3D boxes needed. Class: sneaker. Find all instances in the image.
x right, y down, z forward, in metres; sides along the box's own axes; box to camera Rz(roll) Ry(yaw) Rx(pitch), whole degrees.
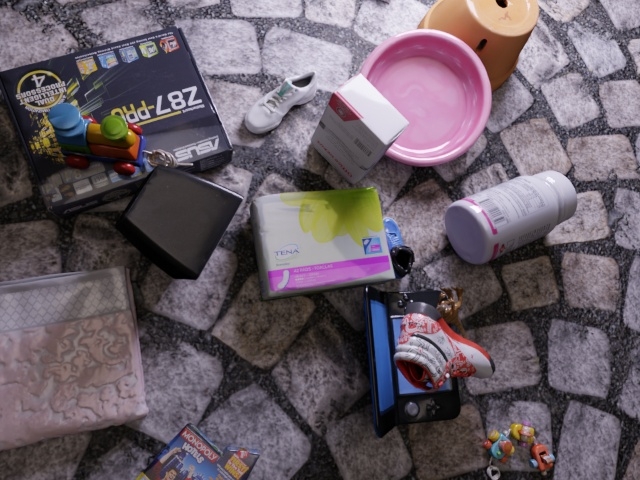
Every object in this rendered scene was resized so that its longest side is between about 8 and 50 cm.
[{"bbox_3d":[0.253,0.257,0.973,0.270,0.090,0.145,41,54,-24],"label":"sneaker"},{"bbox_3d":[0.179,0.012,1.104,0.058,0.084,0.152,-3,77,-13],"label":"sneaker"},{"bbox_3d":[-0.094,-0.340,1.127,0.212,0.094,0.080,-41,89,-18],"label":"sneaker"}]

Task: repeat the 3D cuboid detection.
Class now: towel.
[{"bbox_3d":[-0.525,0.222,0.920,0.332,0.053,0.316,-8,79,-13],"label":"towel"}]

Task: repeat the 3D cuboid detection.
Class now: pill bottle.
[{"bbox_3d":[0.460,-0.062,1.143,0.283,0.160,0.160,-21,82,-16],"label":"pill bottle"}]

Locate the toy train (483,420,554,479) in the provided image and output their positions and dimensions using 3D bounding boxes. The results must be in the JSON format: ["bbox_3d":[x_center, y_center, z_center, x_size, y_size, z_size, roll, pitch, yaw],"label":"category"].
[{"bbox_3d":[0.453,0.479,1.068,0.166,0.046,0.125,-7,78,-14],"label":"toy train"}]

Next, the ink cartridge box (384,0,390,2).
[{"bbox_3d":[0.173,-0.761,1.305,0.104,0.060,0.180,17,74,-7],"label":"ink cartridge box"}]

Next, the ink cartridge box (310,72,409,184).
[{"bbox_3d":[0.081,-0.243,1.076,0.158,0.218,0.092,46,67,2],"label":"ink cartridge box"}]

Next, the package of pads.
[{"bbox_3d":[0.000,0.000,1.060,0.297,0.101,0.229,-7,79,-14],"label":"package of pads"}]

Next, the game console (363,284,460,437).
[{"bbox_3d":[0.199,0.244,1.005,0.250,0.173,0.293,-1,77,-12],"label":"game console"}]

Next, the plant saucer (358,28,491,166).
[{"bbox_3d":[0.248,-0.344,1.174,0.332,0.084,0.332,0,90,-1],"label":"plant saucer"}]

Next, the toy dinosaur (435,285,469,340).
[{"bbox_3d":[0.295,0.166,1.075,0.211,0.064,0.112,33,66,-47],"label":"toy dinosaur"}]

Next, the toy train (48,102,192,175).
[{"bbox_3d":[-0.375,-0.193,0.909,0.248,0.143,0.105,7,78,-11],"label":"toy train"}]

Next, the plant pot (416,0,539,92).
[{"bbox_3d":[0.419,-0.553,1.233,0.291,0.203,0.290,3,75,-12],"label":"plant pot"}]

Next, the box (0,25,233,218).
[{"bbox_3d":[-0.434,-0.263,1.035,0.395,0.097,0.318,-22,86,-15],"label":"box"}]

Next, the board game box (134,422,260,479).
[{"bbox_3d":[-0.222,0.456,0.922,0.194,0.060,0.194,44,71,1],"label":"board game box"}]

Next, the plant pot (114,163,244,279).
[{"bbox_3d":[-0.293,-0.042,0.939,0.167,0.187,0.188,33,71,-23],"label":"plant pot"}]
